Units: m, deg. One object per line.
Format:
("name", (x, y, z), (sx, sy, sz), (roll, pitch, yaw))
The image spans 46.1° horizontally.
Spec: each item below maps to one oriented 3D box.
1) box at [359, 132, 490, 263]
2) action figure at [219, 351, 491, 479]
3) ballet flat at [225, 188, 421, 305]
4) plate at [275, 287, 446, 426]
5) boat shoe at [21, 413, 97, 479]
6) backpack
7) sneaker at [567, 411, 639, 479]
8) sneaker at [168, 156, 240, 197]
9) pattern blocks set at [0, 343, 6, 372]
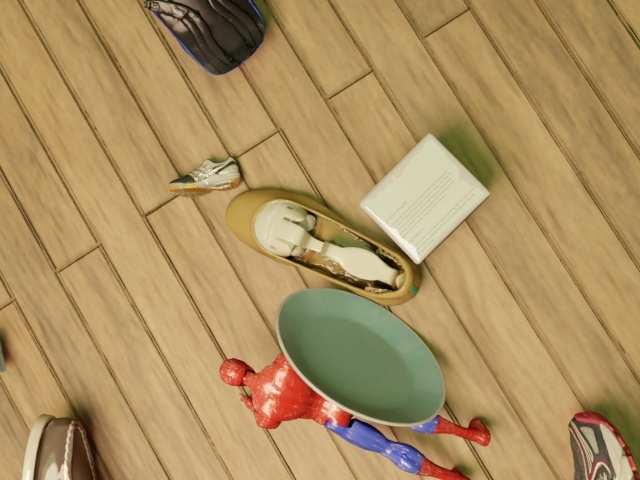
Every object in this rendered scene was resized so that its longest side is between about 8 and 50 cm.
("box", (0.106, -0.040, 0.774), (0.101, 0.102, 0.087), (-45, 85, 5))
("action figure", (0.021, 0.173, 0.795), (0.280, 0.139, 0.092), (22, 88, -14))
("ballet flat", (0.000, 0.000, 0.803), (0.232, 0.073, 0.080), (22, 90, 9))
("plate", (0.038, 0.117, 0.748), (0.188, 0.188, 0.024), (34, 119, 8))
("boat shoe", (-0.251, 0.345, 0.809), (0.096, 0.116, 0.325), (-5, 91, 4))
("backpack", (-0.118, -0.250, 0.818), (0.098, 0.101, 0.120), (-37, 115, 9))
("sneaker", (0.254, 0.318, 0.731), (0.111, 0.121, 0.300), (2, 89, 12))
("sneaker", (-0.131, -0.072, 0.850), (0.083, 0.032, 0.037), (-9, 73, 3))
("pattern blocks set", (-0.534, 0.111, 0.876), (0.324, 0.026, 0.286), (-24, 84, 7))
